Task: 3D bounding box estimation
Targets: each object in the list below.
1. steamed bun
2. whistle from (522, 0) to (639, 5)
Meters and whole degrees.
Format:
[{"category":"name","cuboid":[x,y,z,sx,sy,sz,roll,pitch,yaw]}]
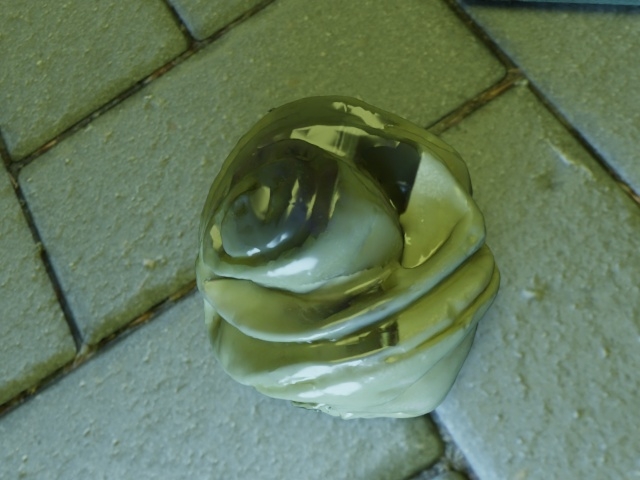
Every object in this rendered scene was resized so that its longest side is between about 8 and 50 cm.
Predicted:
[{"category":"steamed bun","cuboid":[0.000,0.000,0.636,0.347,0.237,0.394,-32,67,2]},{"category":"whistle","cuboid":[0.334,-0.331,0.765,0.312,0.062,0.062,9,74,17]}]
